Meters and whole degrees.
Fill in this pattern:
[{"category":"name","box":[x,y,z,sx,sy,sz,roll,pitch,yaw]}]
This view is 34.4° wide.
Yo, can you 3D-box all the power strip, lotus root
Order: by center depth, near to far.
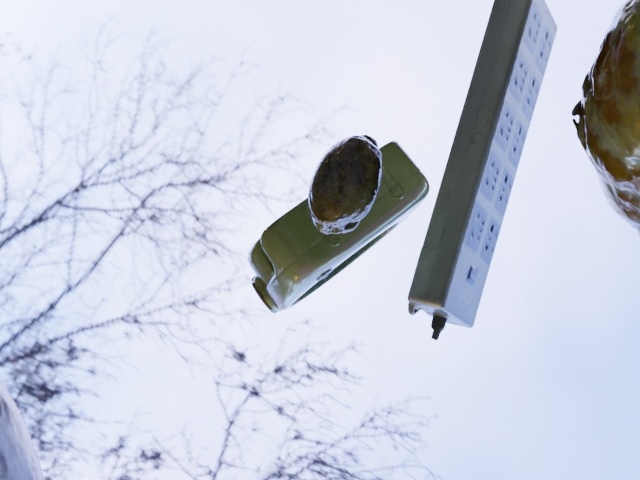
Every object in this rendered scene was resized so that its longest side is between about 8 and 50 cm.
[{"category":"lotus root","box":[0.020,-0.048,0.795,0.049,0.054,0.099,28,-128,-7]},{"category":"power strip","box":[0.163,-0.077,1.029,0.043,0.106,0.367,13,-99,28]}]

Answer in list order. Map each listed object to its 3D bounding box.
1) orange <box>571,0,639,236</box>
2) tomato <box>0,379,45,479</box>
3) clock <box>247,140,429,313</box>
[{"category":"orange","box":[0.393,-0.102,0.911,0.329,0.329,0.249,28,-112,29]},{"category":"tomato","box":[-0.258,0.147,0.395,0.282,0.317,0.316,8,-112,50]},{"category":"clock","box":[0.000,0.000,1.003,0.170,0.232,0.069,-37,-94,-23]}]
